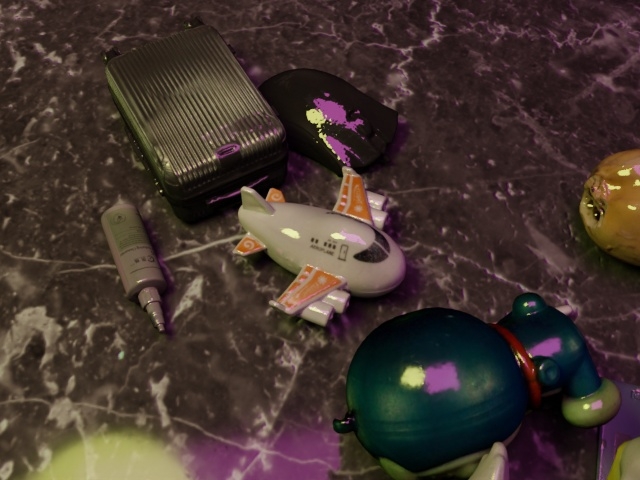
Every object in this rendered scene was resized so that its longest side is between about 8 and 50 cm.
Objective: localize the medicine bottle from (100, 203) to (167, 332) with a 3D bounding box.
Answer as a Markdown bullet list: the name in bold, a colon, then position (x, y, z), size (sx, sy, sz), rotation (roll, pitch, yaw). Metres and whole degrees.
- **medicine bottle**: position (-0.245, 0.041, 0.945), size (0.057, 0.057, 0.199), rotation (-20, 60, -13)

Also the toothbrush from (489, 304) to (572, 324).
- **toothbrush**: position (0.201, 0.124, 0.923), size (0.286, 0.020, 0.025), rotation (-11, 61, -7)

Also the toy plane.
- **toy plane**: position (0.000, 0.000, 0.942), size (0.244, 0.117, 0.245), rotation (1, 56, -1)

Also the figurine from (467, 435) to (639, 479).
- **figurine**: position (0.274, 0.298, 0.665), size (0.338, 0.204, 0.283), rotation (-44, 93, -1)

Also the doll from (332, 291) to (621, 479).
- **doll**: position (0.163, 0.160, 0.795), size (0.322, 0.198, 0.186), rotation (-17, 95, -20)

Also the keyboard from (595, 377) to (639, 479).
- **keyboard**: position (0.365, 0.254, 0.847), size (0.055, 0.014, 0.176), rotation (13, 58, 8)

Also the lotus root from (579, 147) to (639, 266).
- **lotus root**: position (0.530, -0.034, 0.956), size (0.342, 0.151, 0.169), rotation (8, 73, -1)

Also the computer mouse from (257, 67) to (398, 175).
- **computer mouse**: position (0.004, -0.201, 1.091), size (0.264, 0.088, 0.147), rotation (32, 65, 15)

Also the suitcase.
- **suitcase**: position (-0.192, -0.189, 1.050), size (0.202, 0.128, 0.312), rotation (-25, 62, -15)
